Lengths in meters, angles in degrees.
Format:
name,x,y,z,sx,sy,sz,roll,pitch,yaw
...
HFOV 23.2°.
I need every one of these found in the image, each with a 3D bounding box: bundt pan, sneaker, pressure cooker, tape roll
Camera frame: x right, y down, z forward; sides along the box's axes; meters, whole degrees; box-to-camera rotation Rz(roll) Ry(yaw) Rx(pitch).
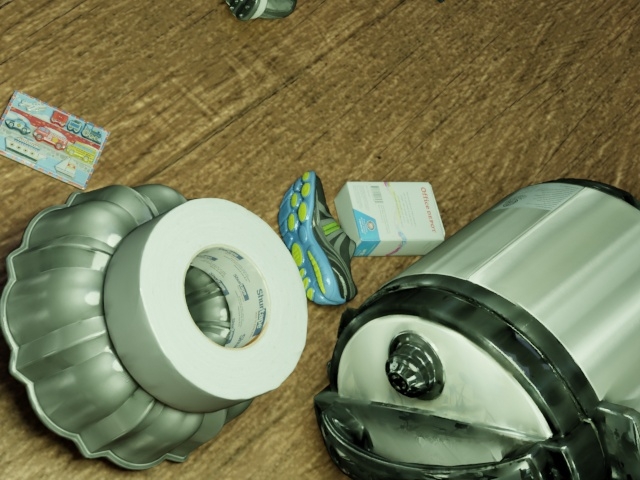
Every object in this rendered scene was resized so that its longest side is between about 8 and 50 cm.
name,x,y,z,sx,sy,sz,roll,pitch,yaw
bundt pan,-0.181,0.081,1.727,0.331,0.124,0.330,18,62,-37
sneaker,-0.100,-0.386,2.147,0.106,0.078,0.234,5,49,-41
pressure cooker,0.213,0.162,1.765,0.375,0.370,0.420,46,50,12
sneaker,0.000,0.000,1.968,0.078,0.067,0.188,12,52,-43
tape roll,-0.119,0.068,1.651,0.219,0.072,0.219,17,62,-36

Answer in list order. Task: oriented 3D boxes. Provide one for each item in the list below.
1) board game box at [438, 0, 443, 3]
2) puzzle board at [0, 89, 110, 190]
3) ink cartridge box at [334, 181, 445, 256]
name,x,y,z,sx,sy,sz,roll,pitch,yaw
board game box,0.145,-0.483,2.331,0.243,0.042,0.165,44,53,6
puzzle board,-0.333,-0.125,1.920,0.128,0.011,0.096,24,54,-9
ink cartridge box,0.090,-0.028,2.022,0.122,0.052,0.088,-1,62,-23
